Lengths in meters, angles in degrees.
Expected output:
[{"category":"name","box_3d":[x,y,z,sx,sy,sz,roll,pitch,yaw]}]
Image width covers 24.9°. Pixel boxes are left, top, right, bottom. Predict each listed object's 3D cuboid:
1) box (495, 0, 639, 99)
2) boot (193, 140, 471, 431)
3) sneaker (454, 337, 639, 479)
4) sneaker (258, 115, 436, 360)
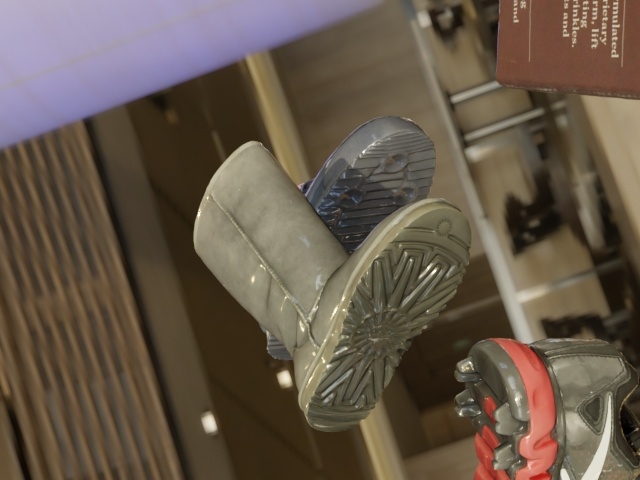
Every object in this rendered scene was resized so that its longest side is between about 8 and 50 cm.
[{"category":"box","box_3d":[0.204,-0.148,0.683,0.203,0.167,0.168,-158,69,-66]},{"category":"boot","box_3d":[-0.001,-0.001,0.963,0.076,0.189,0.208,18,-152,-33]},{"category":"sneaker","box_3d":[0.166,0.177,1.037,0.097,0.135,0.276,-124,26,-50]},{"category":"sneaker","box_3d":[0.003,-0.026,1.330,0.319,0.112,0.131,-60,38,45]}]
